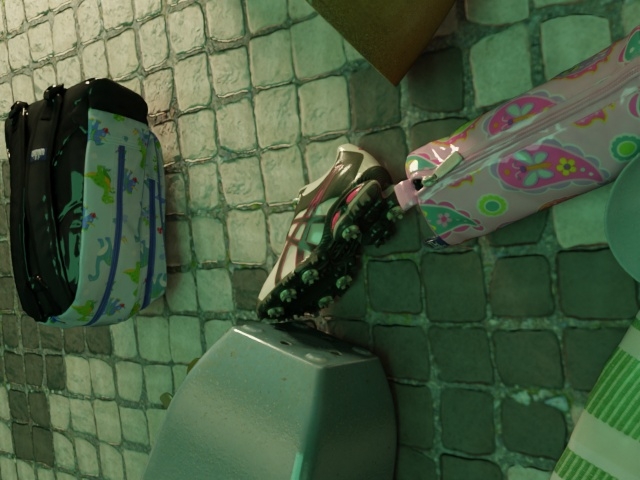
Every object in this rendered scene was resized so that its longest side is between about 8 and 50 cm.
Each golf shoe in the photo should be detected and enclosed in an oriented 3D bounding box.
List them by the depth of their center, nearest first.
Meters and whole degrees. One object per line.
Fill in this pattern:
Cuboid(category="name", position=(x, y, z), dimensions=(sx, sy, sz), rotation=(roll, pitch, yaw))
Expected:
Cuboid(category="golf shoe", position=(0.000, 0.000, 0.849), dimensions=(0.273, 0.105, 0.120), rotation=(-49, 49, 25))

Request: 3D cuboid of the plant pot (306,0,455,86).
Cuboid(category="plant pot", position=(0.083, -0.340, 0.675), dimensions=(0.254, 0.237, 0.237), rotation=(-46, 68, 16))

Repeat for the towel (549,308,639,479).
Cuboid(category="towel", position=(0.366, 0.259, 0.631), dimensions=(0.247, 0.038, 0.325), rotation=(27, 111, 32))

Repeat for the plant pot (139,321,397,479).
Cuboid(category="plant pot", position=(-0.046, 0.243, 0.816), dimensions=(0.247, 0.247, 0.253), rotation=(17, 95, 34))

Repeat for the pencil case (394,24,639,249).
Cuboid(category="pencil case", position=(0.218, -0.094, 0.649), dimensions=(0.284, 0.124, 0.124), rotation=(-26, 80, 35))

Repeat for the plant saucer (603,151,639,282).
Cuboid(category="plant saucer", position=(0.358, -0.029, 0.570), dimensions=(0.194, 0.037, 0.195), rotation=(11, 127, 15))

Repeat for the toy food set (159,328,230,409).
Cuboid(category="toy food set", position=(-0.163, 0.240, 1.023), dimensions=(0.192, 0.038, 0.132), rotation=(-44, 76, 23))

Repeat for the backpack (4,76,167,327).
Cuboid(category="backpack", position=(-0.381, -0.036, 1.037), dimensions=(0.290, 0.273, 0.356), rotation=(-11, 67, 34))
